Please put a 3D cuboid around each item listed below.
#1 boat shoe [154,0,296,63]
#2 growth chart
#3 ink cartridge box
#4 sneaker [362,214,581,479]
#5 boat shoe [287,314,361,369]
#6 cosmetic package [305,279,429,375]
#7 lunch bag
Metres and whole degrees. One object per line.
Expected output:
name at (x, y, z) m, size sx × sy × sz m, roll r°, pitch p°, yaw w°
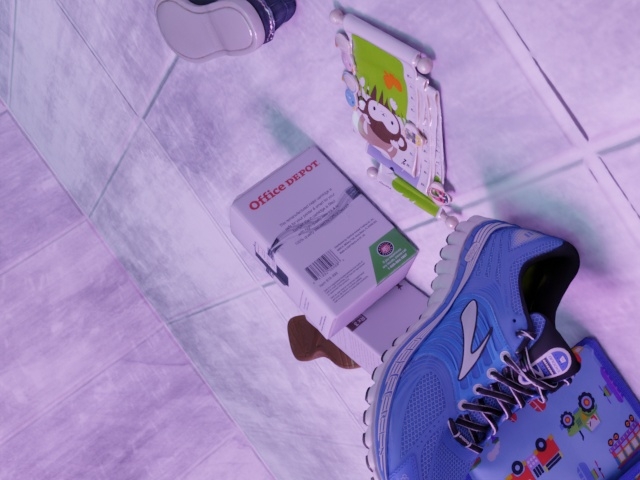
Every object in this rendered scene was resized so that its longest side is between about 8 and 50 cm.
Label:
boat shoe at (-0.126, -0.281, 1.046) m, size 0.254 × 0.079 × 0.095 m, roll 11°, pitch 131°, yaw 55°
growth chart at (0.080, -0.135, 0.938) m, size 0.172 × 0.021 × 0.237 m, roll 33°, pitch 149°, yaw 42°
ink cartridge box at (0.000, 0.000, 1.114) m, size 0.208 × 0.153 × 0.087 m, roll 48°, pitch 158°, yaw 16°
sneaker at (0.154, 0.118, 0.792) m, size 0.147 × 0.330 × 0.130 m, roll 5°, pitch 150°, yaw 42°
boat shoe at (0.042, 0.145, 1.348) m, size 0.285 × 0.089 × 0.105 m, roll -7°, pitch 91°, yaw 61°
cosmetic package at (0.089, 0.116, 1.155) m, size 0.231 × 0.117 × 0.085 m, roll 36°, pitch 153°, yaw 33°
lunch bag at (0.280, 0.293, 0.906) m, size 0.293 × 0.221 × 0.138 m, roll 52°, pitch 157°, yaw 3°
